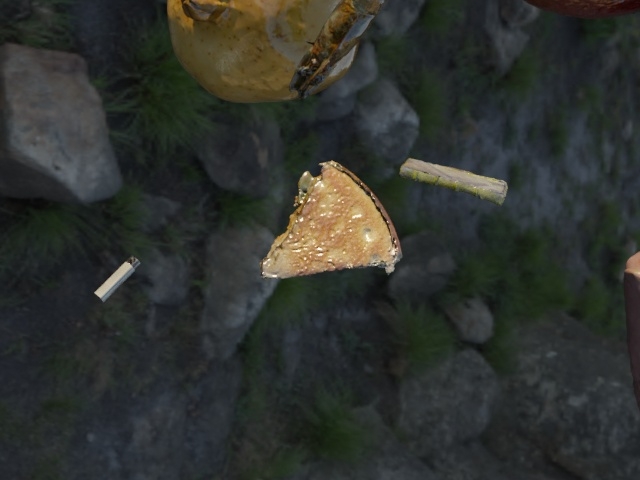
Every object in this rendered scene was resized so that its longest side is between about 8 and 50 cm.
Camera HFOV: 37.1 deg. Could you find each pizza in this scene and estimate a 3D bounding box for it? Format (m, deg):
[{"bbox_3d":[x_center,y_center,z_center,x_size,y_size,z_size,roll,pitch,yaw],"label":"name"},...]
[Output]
[{"bbox_3d":[0.000,0.000,1.302,0.195,0.185,0.052,-32,168,-9],"label":"pizza"}]

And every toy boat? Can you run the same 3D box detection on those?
[{"bbox_3d":[0.145,-0.065,1.033,0.063,0.115,0.016,-46,150,-69],"label":"toy boat"}]

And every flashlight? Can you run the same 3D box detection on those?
[{"bbox_3d":[-0.312,0.058,1.471,0.083,0.018,0.018,-48,160,-18],"label":"flashlight"}]

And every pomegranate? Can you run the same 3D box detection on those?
[{"bbox_3d":[-0.113,-0.428,1.722,0.410,0.410,0.410,-12,104,-54],"label":"pomegranate"}]

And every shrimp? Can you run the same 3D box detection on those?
[{"bbox_3d":[0.051,-0.330,1.333,0.058,0.296,0.169,34,32,-12],"label":"shrimp"}]

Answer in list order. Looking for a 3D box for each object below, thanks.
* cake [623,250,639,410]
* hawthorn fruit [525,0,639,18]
[{"bbox_3d":[0.511,0.086,1.075,0.309,0.237,0.230,-30,115,-32],"label":"cake"},{"bbox_3d":[0.225,-0.250,0.737,0.188,0.169,0.169,9,88,-40],"label":"hawthorn fruit"}]
